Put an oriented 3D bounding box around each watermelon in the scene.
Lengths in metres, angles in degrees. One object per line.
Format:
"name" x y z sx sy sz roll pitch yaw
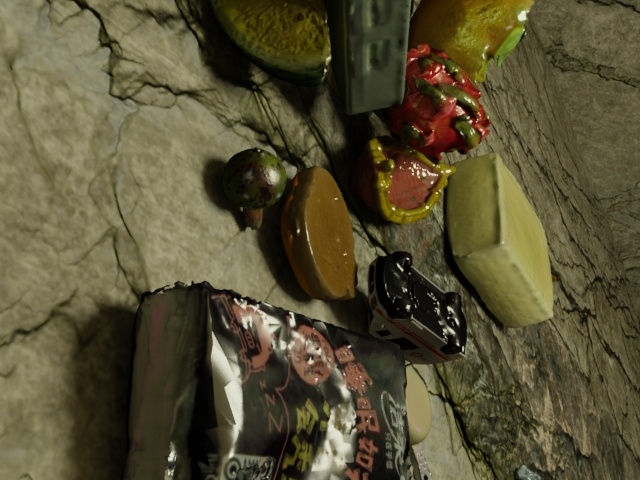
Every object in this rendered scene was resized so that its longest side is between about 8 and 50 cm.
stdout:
"watermelon" -0.058 -0.301 0.918 0.123 0.129 0.301 18 54 -51

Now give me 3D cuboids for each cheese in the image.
"cheese" 0.349 0.003 1.476 0.265 0.124 0.242 47 41 -40
"cheese" 0.119 0.241 1.011 0.092 0.047 0.171 -40 109 -57

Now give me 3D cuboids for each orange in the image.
"orange" 0.234 -0.325 1.295 0.196 0.334 0.262 27 20 -18

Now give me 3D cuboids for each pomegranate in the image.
"pomegranate" -0.074 -0.057 0.825 0.073 0.073 0.084 26 77 -53

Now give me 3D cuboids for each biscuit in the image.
"biscuit" -0.004 0.001 0.933 0.170 0.050 0.170 -12 90 -68

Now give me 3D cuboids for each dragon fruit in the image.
"dragon fruit" 0.165 -0.195 1.139 0.160 0.166 0.172 -40 87 -24

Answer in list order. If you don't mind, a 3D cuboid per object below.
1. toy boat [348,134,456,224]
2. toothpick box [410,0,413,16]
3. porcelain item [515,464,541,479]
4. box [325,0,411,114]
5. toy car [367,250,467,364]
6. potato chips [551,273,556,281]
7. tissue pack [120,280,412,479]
"toy boat" 0.120 -0.094 1.156 0.318 0.099 0.141 -7 84 -64
"toothpick box" 0.095 -0.368 1.259 0.098 0.098 0.149 59 31 -23
"porcelain item" 0.376 0.431 1.381 0.083 0.028 0.036 36 28 -46
"box" 0.036 -0.419 0.979 0.396 0.111 0.396 85 -3 -56
"toy car" 0.111 0.097 1.026 0.209 0.108 0.089 36 47 -41
"potato chips" 0.547 0.065 1.887 0.204 0.037 0.026 40 52 -53
"tissue pack" -0.035 0.189 0.699 0.332 0.123 0.245 25 59 -50
